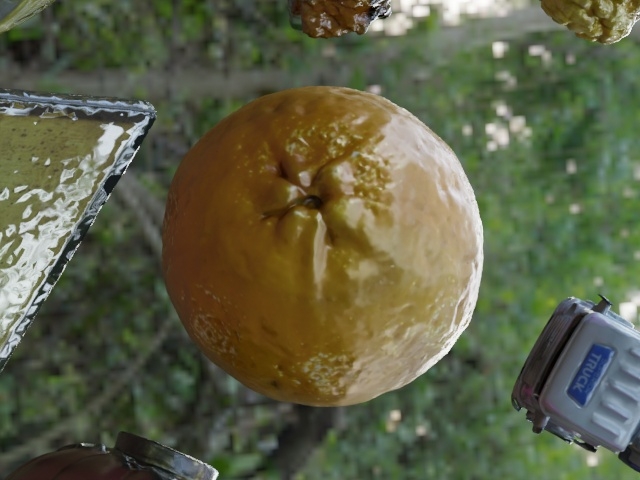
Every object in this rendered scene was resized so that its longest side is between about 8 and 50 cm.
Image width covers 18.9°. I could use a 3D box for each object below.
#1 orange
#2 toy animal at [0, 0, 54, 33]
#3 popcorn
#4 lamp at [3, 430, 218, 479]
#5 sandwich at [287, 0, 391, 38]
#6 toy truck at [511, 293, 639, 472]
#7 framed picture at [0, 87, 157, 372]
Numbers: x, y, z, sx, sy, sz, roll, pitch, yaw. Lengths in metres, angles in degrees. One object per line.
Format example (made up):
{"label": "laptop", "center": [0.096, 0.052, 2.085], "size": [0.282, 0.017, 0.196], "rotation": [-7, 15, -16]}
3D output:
{"label": "orange", "center": [0.000, 0.000, 1.968], "size": [0.293, 0.340, 0.341], "rotation": [78, 4, -66]}
{"label": "toy animal", "center": [-0.285, -0.158, 1.417], "size": [0.095, 0.155, 0.219], "rotation": [57, -36, 6]}
{"label": "popcorn", "center": [0.366, -0.343, 2.476], "size": [0.170, 0.180, 0.180], "rotation": [37, -42, 41]}
{"label": "lamp", "center": [-0.201, 0.331, 1.957], "size": [0.303, 0.303, 0.257], "rotation": [146, -35, -80]}
{"label": "sandwich", "center": [-0.027, -0.284, 1.783], "size": [0.301, 0.162, 0.250], "rotation": [-109, -168, -68]}
{"label": "toy truck", "center": [0.299, 0.153, 1.557], "size": [0.124, 0.268, 0.155], "rotation": [-62, -177, 0]}
{"label": "framed picture", "center": [-0.248, 0.033, 0.725], "size": [0.255, 0.338, 0.014], "rotation": [-55, -125, 29]}
